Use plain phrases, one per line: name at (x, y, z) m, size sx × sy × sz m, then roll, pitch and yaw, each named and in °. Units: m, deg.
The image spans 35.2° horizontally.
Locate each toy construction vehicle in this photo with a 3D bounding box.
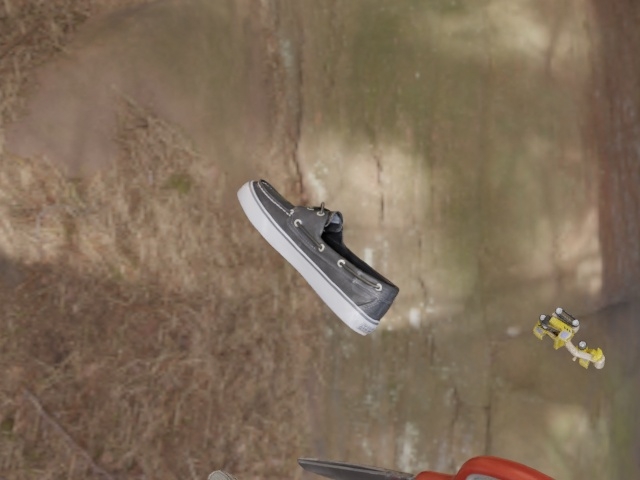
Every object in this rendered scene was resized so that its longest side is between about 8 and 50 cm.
toy construction vehicle at (0.301, 0.124, 1.235) m, size 0.035 × 0.098 × 0.086 m, roll -46°, pitch 156°, yaw -12°

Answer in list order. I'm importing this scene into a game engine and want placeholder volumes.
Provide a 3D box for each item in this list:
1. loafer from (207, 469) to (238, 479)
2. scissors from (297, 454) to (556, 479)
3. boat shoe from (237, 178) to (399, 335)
loafer at (-0.092, 0.285, 1.035) m, size 0.039 × 0.045 × 0.125 m, roll 54°, pitch 7°, yaw -48°
scissors at (0.069, 0.165, 0.694) m, size 0.021 × 0.297 × 0.109 m, roll -31°, pitch 120°, yaw -30°
boat shoe at (0.000, 0.000, 1.108) m, size 0.076 × 0.228 × 0.080 m, roll -48°, pitch 152°, yaw 12°
